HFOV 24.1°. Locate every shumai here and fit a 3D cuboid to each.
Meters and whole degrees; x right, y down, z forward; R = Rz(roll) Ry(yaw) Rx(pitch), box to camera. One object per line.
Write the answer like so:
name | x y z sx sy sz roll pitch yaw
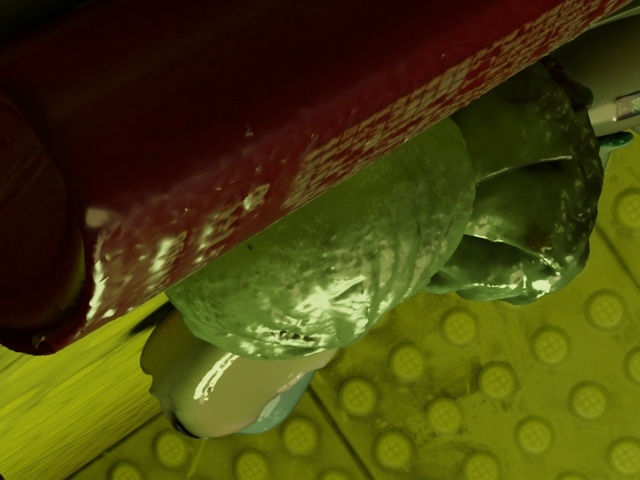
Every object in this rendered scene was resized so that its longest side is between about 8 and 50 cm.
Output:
shumai | 0.085 -0.053 0.977 0.184 0.184 0.142 -36 154 23

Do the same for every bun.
bun | 0.000 0.000 0.844 0.195 0.118 0.195 -34 180 0

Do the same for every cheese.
cheese | -0.021 0.060 1.294 0.286 0.082 0.163 -34 149 -4

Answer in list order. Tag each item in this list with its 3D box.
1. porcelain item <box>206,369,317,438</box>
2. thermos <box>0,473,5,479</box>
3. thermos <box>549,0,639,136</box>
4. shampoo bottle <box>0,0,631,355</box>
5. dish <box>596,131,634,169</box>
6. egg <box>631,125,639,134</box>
porcelain item | -0.046 0.089 1.431 0.259 0.141 0.141 -44 173 22
thermos | -0.352 0.274 1.204 0.232 0.124 0.099 -27 168 -2
thermos | 0.204 -0.135 1.116 0.193 0.105 0.137 -21 155 -13
shampoo bottle | 0.026 -0.074 0.451 0.314 0.076 0.118 -33 175 -30
dish | 0.140 -0.042 1.211 0.224 0.078 0.246 -9 -168 5
egg | 0.318 -0.157 1.323 0.146 0.146 0.198 -34 -177 -1
